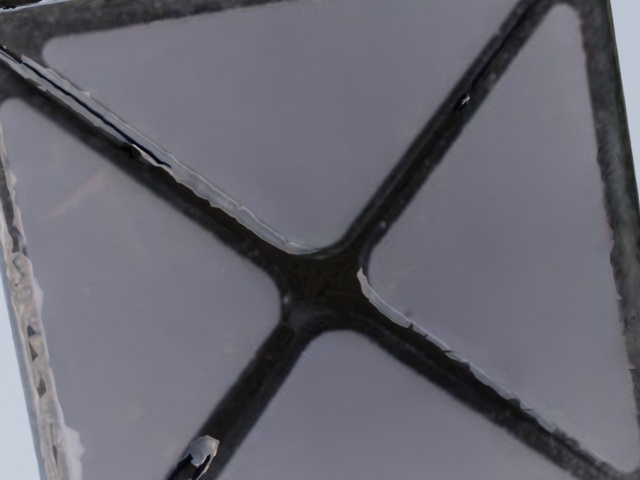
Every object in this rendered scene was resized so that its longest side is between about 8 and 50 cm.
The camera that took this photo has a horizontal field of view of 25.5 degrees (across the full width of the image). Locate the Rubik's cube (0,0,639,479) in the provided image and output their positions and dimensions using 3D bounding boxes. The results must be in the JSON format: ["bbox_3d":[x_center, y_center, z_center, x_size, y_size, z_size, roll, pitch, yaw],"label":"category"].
[{"bbox_3d":[0.000,0.000,0.650,0.259,0.260,0.255,-119,18,-84],"label":"Rubik's cube"}]
